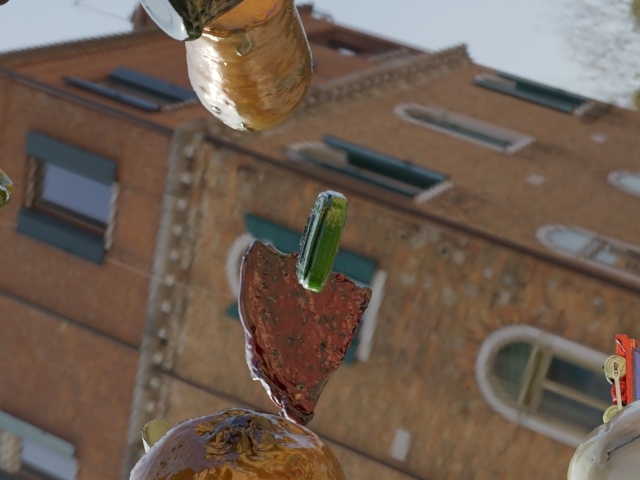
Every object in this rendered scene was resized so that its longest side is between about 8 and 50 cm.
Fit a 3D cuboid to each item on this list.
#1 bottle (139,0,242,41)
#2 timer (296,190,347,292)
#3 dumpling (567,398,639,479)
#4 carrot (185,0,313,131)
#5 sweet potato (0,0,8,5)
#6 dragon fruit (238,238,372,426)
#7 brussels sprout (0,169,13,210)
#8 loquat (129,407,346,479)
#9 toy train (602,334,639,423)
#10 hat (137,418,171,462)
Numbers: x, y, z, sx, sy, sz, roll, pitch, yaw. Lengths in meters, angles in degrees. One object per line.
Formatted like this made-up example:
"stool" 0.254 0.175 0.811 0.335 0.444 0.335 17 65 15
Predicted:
"bottle" -0.107 -0.380 1.640 0.271 0.156 0.143 -38 -52 -17
"timer" 0.000 0.000 1.797 0.128 0.047 0.140 -121 47 -81
"dumpling" 0.473 0.268 1.720 0.395 0.233 0.315 -48 15 21
"carrot" -0.129 -0.344 2.252 0.224 0.224 0.341 -60 -17 -25
"sweet potato" -0.379 -0.355 1.463 0.422 0.130 0.130 -41 8 50
"dragon fruit" -0.091 0.206 2.475 0.228 0.286 0.329 -40 28 57
"brussels sprout" -0.587 0.034 1.607 0.342 0.361 0.426 15 -85 -38
"loquat" -0.111 0.377 1.725 0.328 0.328 0.329 -51 -27 -40
"toy train" 0.535 0.263 2.115 0.083 0.131 0.204 46 -136 -65
"hat" -0.243 0.355 1.917 0.122 0.081 0.166 -94 -8 -61
